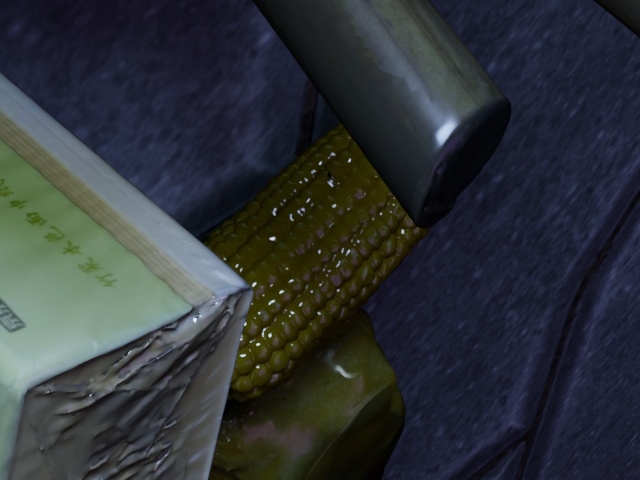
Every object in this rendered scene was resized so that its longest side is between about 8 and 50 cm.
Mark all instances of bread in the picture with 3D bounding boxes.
[{"bbox_3d":[-0.008,0.143,1.284,0.161,0.088,0.233,-48,157,-16],"label":"bread"}]

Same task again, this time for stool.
[{"bbox_3d":[0.066,-0.213,0.738,0.310,0.226,0.310,-34,153,-47],"label":"stool"}]

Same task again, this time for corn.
[{"bbox_3d":[0.000,0.000,1.093,0.262,0.097,0.097,-44,154,-16],"label":"corn"}]

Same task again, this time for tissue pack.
[{"bbox_3d":[-0.154,0.024,0.719,0.125,0.234,0.159,-24,143,-40],"label":"tissue pack"}]
